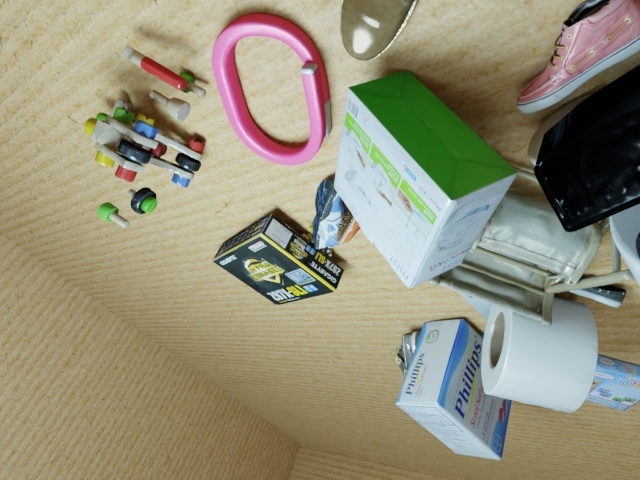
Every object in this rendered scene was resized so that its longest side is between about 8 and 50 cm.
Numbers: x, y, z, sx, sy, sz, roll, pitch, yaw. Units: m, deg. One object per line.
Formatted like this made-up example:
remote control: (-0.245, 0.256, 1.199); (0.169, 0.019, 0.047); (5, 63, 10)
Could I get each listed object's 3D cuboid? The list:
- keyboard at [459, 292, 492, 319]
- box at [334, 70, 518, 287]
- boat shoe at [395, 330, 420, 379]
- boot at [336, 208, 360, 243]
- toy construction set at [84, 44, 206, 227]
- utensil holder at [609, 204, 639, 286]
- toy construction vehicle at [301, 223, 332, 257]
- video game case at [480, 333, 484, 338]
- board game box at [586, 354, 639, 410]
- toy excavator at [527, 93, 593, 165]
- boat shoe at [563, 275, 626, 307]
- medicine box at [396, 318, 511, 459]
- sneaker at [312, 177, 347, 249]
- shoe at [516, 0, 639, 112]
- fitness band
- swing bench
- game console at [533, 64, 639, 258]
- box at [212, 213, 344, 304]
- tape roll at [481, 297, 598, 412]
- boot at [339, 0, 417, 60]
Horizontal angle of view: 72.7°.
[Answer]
keyboard: (0.387, 0.133, 1.098); (0.256, 0.014, 0.072); (41, 146, -23)
box: (0.142, -0.095, 0.714); (0.262, 0.127, 0.231); (56, 158, 30)
boat shoe: (0.293, 0.384, 1.394); (0.097, 0.116, 0.324); (1, 145, 24)
boot: (0.099, -0.047, 0.937); (0.085, 0.059, 0.158); (27, 112, -23)
toy construction set: (-0.388, -0.242, 0.892); (0.237, 0.257, 0.309); (32, 125, 8)
utensil holder: (0.638, 0.053, 0.584); (0.385, 0.327, 0.328); (44, 140, -23)
toy construction vehicle: (0.000, 0.000, 1.126); (0.098, 0.035, 0.086); (33, 155, -9)
video game case: (0.537, 0.321, 1.254); (0.166, 0.015, 0.119); (12, 144, 16)
board game box: (0.790, 0.391, 1.183); (0.160, 0.039, 0.211); (13, 144, 14)
toy excavator: (0.482, -0.162, 0.440); (0.222, 0.433, 0.445); (39, 114, -21)
boat shoe: (0.570, 0.097, 0.923); (0.142, 0.049, 0.040); (21, 112, 7)
medicine box: (0.389, 0.412, 1.218); (0.289, 0.263, 0.149); (43, 144, -20)
sneaker: (0.031, -0.063, 1.001); (0.081, 0.080, 0.211); (-2, 143, -10)
shoe: (0.332, -0.251, 0.582); (0.081, 0.063, 0.178); (40, 136, -20)
fitness band: (-0.089, -0.263, 0.807); (0.209, 0.054, 0.291); (11, 142, 17)
swing bench: (0.377, 0.013, 0.819); (0.253, 0.165, 0.254); (20, 150, 3)
game console: (0.382, -0.004, 0.477); (0.044, 0.361, 0.213); (-17, 167, -18)
box: (-0.128, 0.069, 1.223); (0.257, 0.079, 0.322); (37, 148, -22)
tape roll: (0.477, 0.241, 0.977); (0.169, 0.246, 0.246); (10, 143, 10)
boot: (0.085, -0.346, 0.548); (0.112, 0.115, 0.305); (24, 146, -4)
